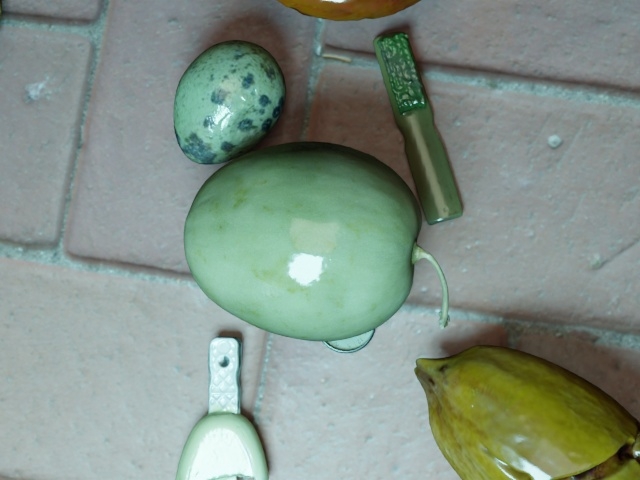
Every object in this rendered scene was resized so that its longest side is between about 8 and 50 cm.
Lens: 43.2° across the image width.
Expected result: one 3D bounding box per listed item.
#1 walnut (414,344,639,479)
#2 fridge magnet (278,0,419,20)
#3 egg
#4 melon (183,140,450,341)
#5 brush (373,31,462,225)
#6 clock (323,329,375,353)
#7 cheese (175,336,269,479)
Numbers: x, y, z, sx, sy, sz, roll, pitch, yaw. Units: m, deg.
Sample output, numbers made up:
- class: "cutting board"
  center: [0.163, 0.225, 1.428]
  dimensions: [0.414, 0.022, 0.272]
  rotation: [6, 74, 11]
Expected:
- class: "walnut"
  center: [0.257, 0.245, 0.995]
  dimensions: [0.336, 0.209, 0.209]
  rotation: [32, 85, 14]
- class: "fridge magnet"
  center: [0.040, -0.474, 1.121]
  dimensions: [0.364, 0.155, 0.363]
  rotation: [0, 82, 3]
- class: "egg"
  center: [-0.128, -0.186, 1.099]
  dimensions: [0.141, 0.141, 0.181]
  rotation: [36, 92, 7]
- class: "melon"
  center: [-0.016, 0.000, 1.013]
  dimensions: [0.308, 0.272, 0.271]
  rotation: [-9, 82, -6]
- class: "brush"
  center: [0.136, -0.162, 1.131]
  dimensions: [0.054, 0.048, 0.282]
  rotation: [-16, 83, 4]
- class: "clock"
  center: [0.035, 0.114, 1.112]
  dimensions: [0.085, 0.017, 0.085]
  rotation: [0, 82, 3]
- class: "cheese"
  center: [-0.133, 0.247, 1.087]
  dimensions: [0.127, 0.050, 0.235]
  rotation: [-2, 81, 6]
